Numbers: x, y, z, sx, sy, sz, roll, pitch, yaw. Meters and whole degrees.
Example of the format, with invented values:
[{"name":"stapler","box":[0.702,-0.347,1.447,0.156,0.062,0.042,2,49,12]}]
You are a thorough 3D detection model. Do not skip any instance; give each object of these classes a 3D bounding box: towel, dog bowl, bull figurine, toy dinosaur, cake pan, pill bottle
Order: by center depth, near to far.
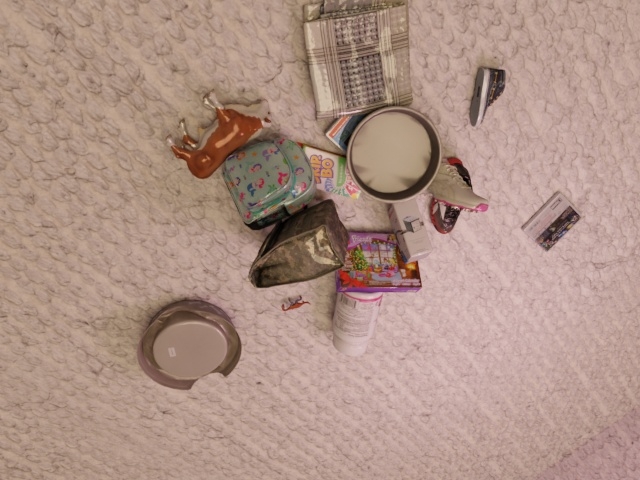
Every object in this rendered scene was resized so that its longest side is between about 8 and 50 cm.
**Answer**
[{"name":"towel","box":[0.115,-0.525,1.354,0.312,0.056,0.324,-11,111,-8]},{"name":"bull figurine","box":[-0.287,-0.315,1.362,0.310,0.101,0.188,-43,114,8]},{"name":"cake pan","box":[0.223,-0.262,1.456,0.293,0.054,0.293,-1,108,-3]},{"name":"dog bowl","box":[-0.456,0.362,1.672,0.349,0.102,0.348,-5,117,-11]},{"name":"toy dinosaur","box":[-0.097,0.231,1.712,0.082,0.090,0.047,-33,108,-32]},{"name":"pill bottle","box":[0.128,0.268,1.729,0.160,0.160,0.283,1,119,-14]}]

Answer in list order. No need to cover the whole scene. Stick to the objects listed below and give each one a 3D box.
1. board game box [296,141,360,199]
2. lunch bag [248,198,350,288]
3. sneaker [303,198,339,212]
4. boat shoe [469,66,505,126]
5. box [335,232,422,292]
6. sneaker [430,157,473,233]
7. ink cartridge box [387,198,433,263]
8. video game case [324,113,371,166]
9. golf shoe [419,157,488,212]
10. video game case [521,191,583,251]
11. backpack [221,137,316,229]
[{"name":"board game box","box":[0.023,-0.222,1.524,0.260,0.039,0.124,14,111,-17]},{"name":"lunch bag","box":[-0.074,0.019,1.409,0.287,0.235,0.168,-22,107,16]},{"name":"sneaker","box":[0.000,0.000,1.585,0.118,0.110,0.292,0,118,-8]},{"name":"boat shoe","box":[0.534,-0.451,1.507,0.083,0.065,0.183,-2,116,-11]},{"name":"box","box":[0.191,0.076,1.630,0.293,0.200,0.057,1,155,-15]},{"name":"sneaker","box":[0.448,-0.133,1.614,0.098,0.135,0.276,-4,119,-14]},{"name":"ink cartridge box","box":[0.295,-0.031,1.577,0.082,0.139,0.190,-18,78,-3]},{"name":"video game case","box":[0.179,-0.318,1.492,0.285,0.025,0.204,38,97,-24]},{"name":"golf shoe","box":[0.397,-0.182,1.493,0.115,0.306,0.140,3,111,-48]},{"name":"video game case","box":[0.888,-0.068,1.819,0.173,0.022,0.190,34,104,-26]},{"name":"backpack","box":[-0.143,-0.178,1.392,0.254,0.225,0.191,-24,163,-5]}]
